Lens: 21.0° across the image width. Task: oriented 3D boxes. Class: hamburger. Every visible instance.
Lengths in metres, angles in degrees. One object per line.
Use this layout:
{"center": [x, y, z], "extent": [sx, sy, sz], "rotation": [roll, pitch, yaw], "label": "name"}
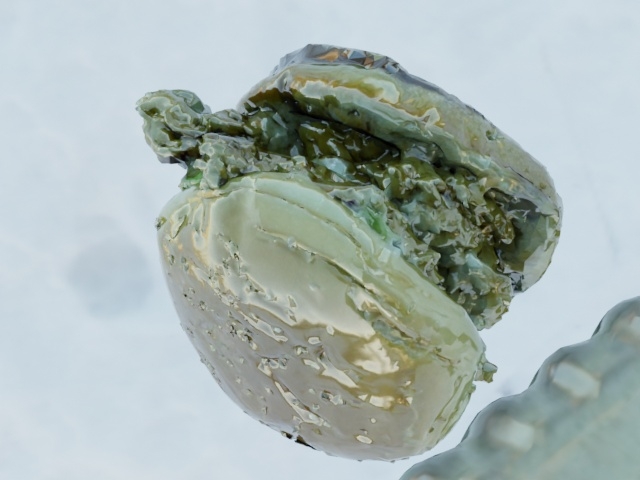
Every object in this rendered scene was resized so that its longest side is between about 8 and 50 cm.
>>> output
{"center": [0.000, 0.000, 0.687], "extent": [0.185, 0.159, 0.131], "rotation": [38, 68, -1], "label": "hamburger"}

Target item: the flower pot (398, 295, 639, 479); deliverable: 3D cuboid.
{"center": [0.093, 0.150, 0.383], "extent": [0.190, 0.209, 0.239], "rotation": [110, 152, -47], "label": "flower pot"}
